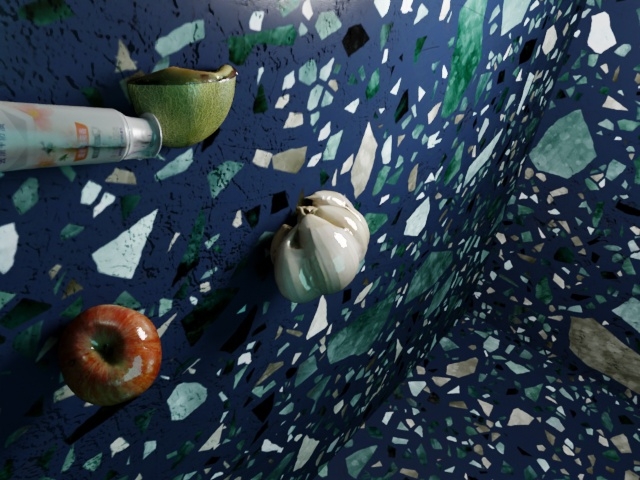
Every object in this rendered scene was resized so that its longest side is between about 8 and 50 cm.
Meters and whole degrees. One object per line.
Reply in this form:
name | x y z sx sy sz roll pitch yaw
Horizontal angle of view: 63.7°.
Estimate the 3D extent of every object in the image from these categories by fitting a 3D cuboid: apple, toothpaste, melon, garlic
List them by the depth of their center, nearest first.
toothpaste | -0.330 -0.112 0.554 0.323 0.066 0.100 -14 128 -47
melon | -0.173 -0.182 0.717 0.160 0.079 0.128 -30 139 -44
apple | -0.310 0.172 0.769 0.146 0.146 0.131 -49 174 -19
garlic | 0.008 0.006 1.089 0.281 0.185 0.203 -41 127 -29
